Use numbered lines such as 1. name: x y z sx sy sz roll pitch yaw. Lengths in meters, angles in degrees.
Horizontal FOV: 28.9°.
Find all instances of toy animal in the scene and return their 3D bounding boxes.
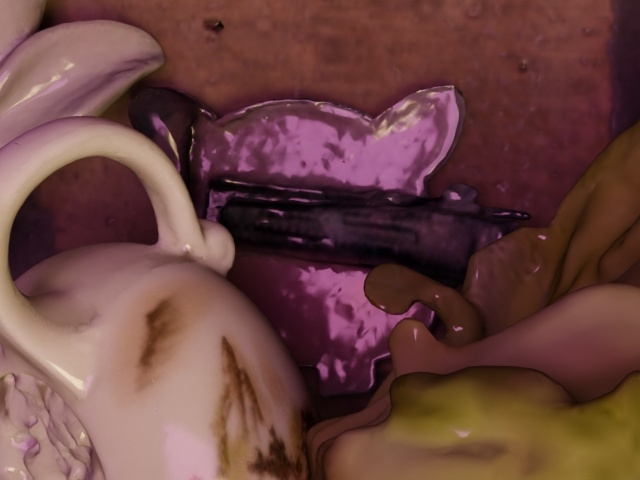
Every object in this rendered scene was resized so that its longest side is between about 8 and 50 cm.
1. toy animal: -0.182 -0.048 0.574 0.104 0.131 0.220 37 94 24

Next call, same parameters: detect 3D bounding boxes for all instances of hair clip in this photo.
1. hair clip: 0.003 0.000 0.576 0.187 0.056 0.146 2 91 20

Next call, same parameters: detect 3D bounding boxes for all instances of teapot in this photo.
1. teapot: -0.087 0.094 0.517 0.204 0.139 0.298 16 110 46

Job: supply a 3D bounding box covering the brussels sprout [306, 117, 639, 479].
1. brussels sprout: 0.188 0.089 0.410 0.371 0.276 0.314 -21 94 3
